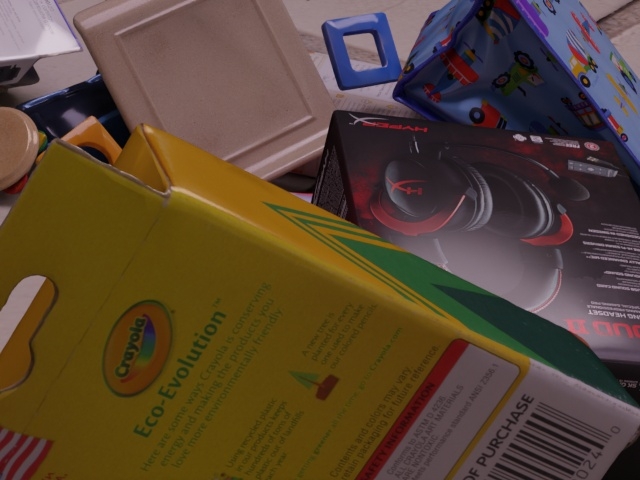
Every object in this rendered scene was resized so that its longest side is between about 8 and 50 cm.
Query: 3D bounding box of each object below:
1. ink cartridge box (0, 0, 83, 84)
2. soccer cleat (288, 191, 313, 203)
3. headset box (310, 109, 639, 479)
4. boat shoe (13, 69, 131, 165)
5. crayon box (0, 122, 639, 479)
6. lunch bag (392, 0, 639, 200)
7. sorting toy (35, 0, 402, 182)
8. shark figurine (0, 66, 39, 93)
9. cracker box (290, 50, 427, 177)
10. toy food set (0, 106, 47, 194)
[{"bbox_3d":[-0.346,-0.227,1.472,0.208,0.045,0.206,-14,67,-41],"label":"ink cartridge box"},{"bbox_3d":[0.000,0.000,1.263,0.248,0.083,0.095,5,54,-21],"label":"soccer cleat"},{"bbox_3d":[0.117,0.043,1.096,0.218,0.110,0.293,6,35,-11],"label":"headset box"},{"bbox_3d":[-0.164,-0.133,1.437,0.089,0.109,0.258,34,30,22],"label":"boat shoe"},{"bbox_3d":[-0.034,0.084,0.756,0.318,0.202,0.081,27,16,-27],"label":"crayon box"},{"bbox_3d":[0.227,-0.114,1.434,0.293,0.138,0.221,40,24,-6],"label":"lunch bag"},{"bbox_3d":[-0.094,-0.131,1.380,0.347,0.196,0.047,-28,-1,-28],"label":"sorting toy"},{"bbox_3d":[-0.411,-0.198,1.502,0.278,0.116,0.166,-3,25,-28],"label":"shark figurine"},{"bbox_3d":[0.042,-0.107,1.502,0.232,0.067,0.156,12,26,9],"label":"cracker box"},{"bbox_3d":[-0.264,-0.070,1.324,0.082,0.020,0.083,24,70,24],"label":"toy food set"}]
